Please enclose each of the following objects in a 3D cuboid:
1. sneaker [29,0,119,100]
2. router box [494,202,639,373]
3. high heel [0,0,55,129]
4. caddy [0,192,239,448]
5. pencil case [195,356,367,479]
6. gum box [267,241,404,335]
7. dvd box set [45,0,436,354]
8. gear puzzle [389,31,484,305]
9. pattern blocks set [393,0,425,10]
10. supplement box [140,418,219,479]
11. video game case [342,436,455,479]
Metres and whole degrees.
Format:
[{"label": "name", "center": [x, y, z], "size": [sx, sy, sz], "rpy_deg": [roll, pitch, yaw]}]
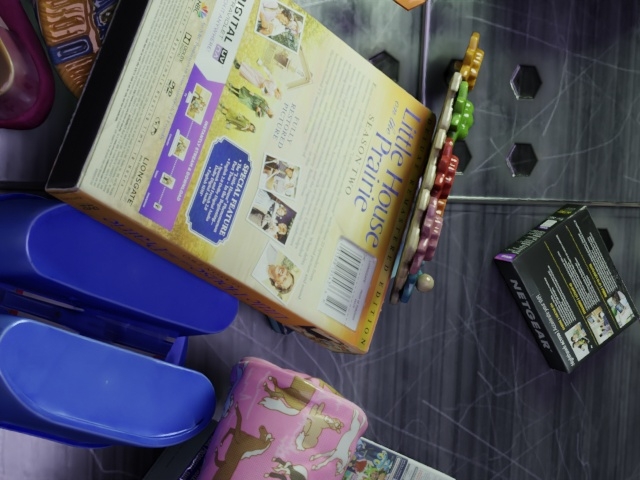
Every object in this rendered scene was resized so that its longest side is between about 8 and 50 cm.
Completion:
[{"label": "sneaker", "center": [-0.261, -0.277, 1.326], "size": [0.111, 0.131, 0.297], "rpy_deg": [-19, 95, -22]}, {"label": "router box", "center": [0.321, 0.062, 1.675], "size": [0.133, 0.046, 0.179], "rpy_deg": [-34, 107, -18]}, {"label": "high heel", "center": [-0.386, -0.286, 1.318], "size": [0.127, 0.181, 0.377], "rpy_deg": [-21, 85, -1]}, {"label": "caddy", "center": [-0.251, 0.087, 1.336], "size": [0.341, 0.179, 0.241], "rpy_deg": [24, 73, -41]}, {"label": "pencil case", "center": [-0.087, 0.314, 1.288], "size": [0.167, 0.160, 0.386], "rpy_deg": [42, 64, -44]}, {"label": "gum box", "center": [0.000, 0.000, 1.523], "size": [0.184, 0.041, 0.157], "rpy_deg": [-28, 105, -21]}, {"label": "dvd box set", "center": [-0.060, -0.096, 1.359], "size": [0.420, 0.062, 0.308], "rpy_deg": [32, 68, -39]}, {"label": "gear puzzle", "center": [0.147, -0.092, 1.503], "size": [0.044, 0.175, 0.339], "rpy_deg": [16, 64, 3]}, {"label": "pattern blocks set", "center": [0.120, -0.410, 1.483], "size": [0.324, 0.026, 0.286], "rpy_deg": [-4, 94, 0]}, {"label": "supplement box", "center": [-0.079, 0.304, 1.462], "size": [0.220, 0.114, 0.111], "rpy_deg": [40, 79, -17]}, {"label": "video game case", "center": [0.054, 0.354, 1.590], "size": [0.183, 0.023, 0.201], "rpy_deg": [27, 84, -24]}]
